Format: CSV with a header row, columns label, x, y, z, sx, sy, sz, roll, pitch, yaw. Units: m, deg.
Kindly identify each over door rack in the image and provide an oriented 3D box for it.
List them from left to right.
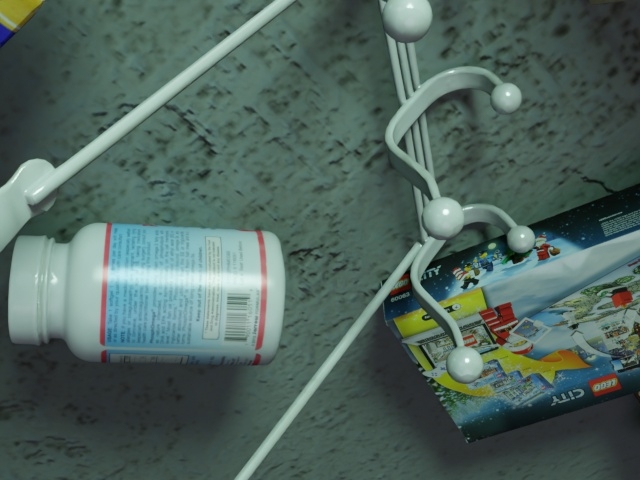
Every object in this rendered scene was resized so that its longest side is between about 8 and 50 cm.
label,x,y,z,sx,sy,sz,roll,pitch,yaw
over door rack,0.000,0.000,0.443,0.324,0.108,0.239,-39,133,-27

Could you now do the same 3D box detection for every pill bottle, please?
label,x,y,z,sx,sy,sz,roll,pitch,yaw
pill bottle,-0.107,0.033,0.550,0.160,0.087,0.087,3,126,-12

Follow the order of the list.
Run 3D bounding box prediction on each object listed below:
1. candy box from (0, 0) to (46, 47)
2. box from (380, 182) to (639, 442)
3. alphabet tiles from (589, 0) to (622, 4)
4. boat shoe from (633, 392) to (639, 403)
label,x,y,z,sx,sy,sz,roll,pitch,yaw
candy box,-0.298,-0.118,0.354,0.317,0.122,0.268,-33,126,25
box,0.181,0.053,0.624,0.233,0.044,0.159,-21,129,17
alphabet tiles,0.169,-0.181,0.371,0.198,0.237,0.009,43,72,-33
boat shoe,0.302,0.158,0.732,0.073,0.073,0.207,-24,120,10
